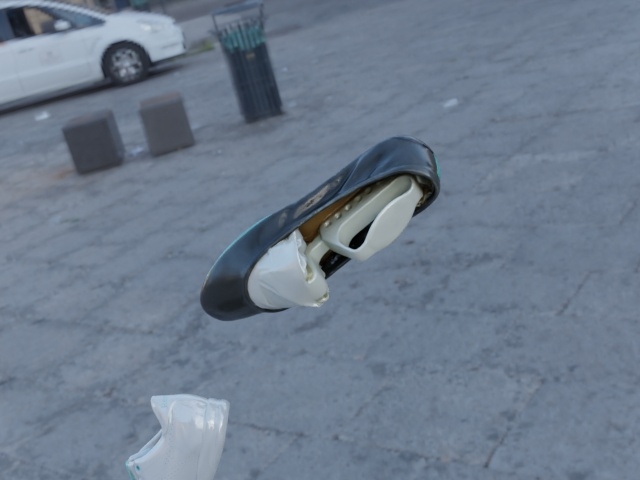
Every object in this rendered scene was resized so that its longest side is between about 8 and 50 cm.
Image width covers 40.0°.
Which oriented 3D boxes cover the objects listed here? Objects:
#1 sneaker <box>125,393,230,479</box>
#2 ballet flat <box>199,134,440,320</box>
[{"bbox_3d":[-0.156,0.252,0.898,0.094,0.212,0.080,12,11,-6],"label":"sneaker"},{"bbox_3d":[0.000,0.000,0.858,0.280,0.095,0.096,-39,37,5],"label":"ballet flat"}]
